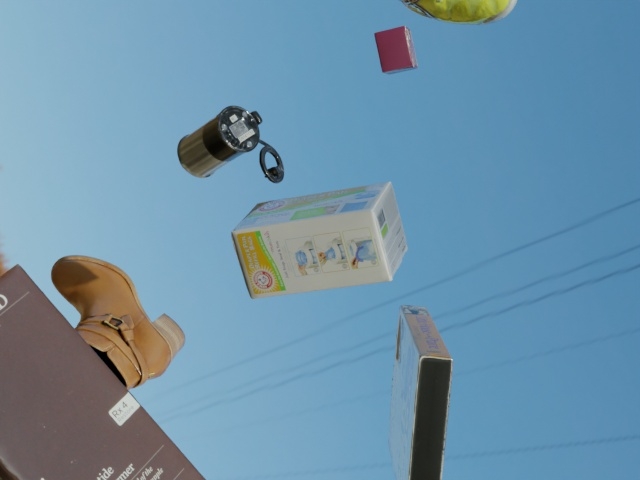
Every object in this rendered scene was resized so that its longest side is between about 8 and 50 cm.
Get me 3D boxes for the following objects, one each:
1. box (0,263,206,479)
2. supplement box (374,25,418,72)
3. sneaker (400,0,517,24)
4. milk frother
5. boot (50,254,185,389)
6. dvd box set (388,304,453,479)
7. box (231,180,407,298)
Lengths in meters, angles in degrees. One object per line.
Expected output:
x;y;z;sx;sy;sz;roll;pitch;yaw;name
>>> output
-0.323;0.240;1.301;0.381;0.191;0.143;49;-44;-6;box
0.099;-0.246;1.417;0.083;0.043;0.055;-36;115;-79;supplement box
0.132;-0.445;1.761;0.385;0.147;0.145;24;-68;11;sneaker
-0.148;-0.143;1.863;0.135;0.129;0.143;-25;-97;48;milk frother
-0.382;0.144;1.836;0.283;0.220;0.109;40;-66;5;boot
0.179;0.311;2.026;0.420;0.062;0.307;-94;-172;-82;dvd box set
0.000;0.000;1.463;0.203;0.114;0.103;-9;-70;20;box
